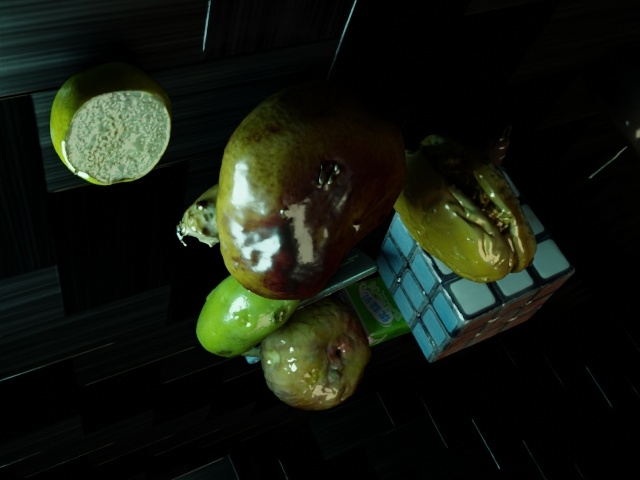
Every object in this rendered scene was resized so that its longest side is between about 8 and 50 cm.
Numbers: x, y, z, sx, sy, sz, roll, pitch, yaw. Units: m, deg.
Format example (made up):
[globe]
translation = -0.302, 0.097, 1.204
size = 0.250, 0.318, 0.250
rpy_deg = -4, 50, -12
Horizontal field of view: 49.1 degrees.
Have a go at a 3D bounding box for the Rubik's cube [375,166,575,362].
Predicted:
[Rubik's cube]
translation = 0.339, 0.061, 1.628
size = 0.304, 0.301, 0.305
rpy_deg = -21, 156, -18

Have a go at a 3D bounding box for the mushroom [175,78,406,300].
[mushroom]
translation = -0.044, -0.085, 1.036
size = 0.345, 0.260, 0.345
rpy_deg = -37, 145, -32

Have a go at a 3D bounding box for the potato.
[potato]
translation = -0.146, 0.135, 1.438
size = 0.253, 0.148, 0.186
rpy_deg = -38, -179, 8

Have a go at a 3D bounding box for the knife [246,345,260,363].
[knife]
translation = -0.107, 0.264, 1.932
size = 0.244, 0.032, 0.058
rpy_deg = -37, 155, 12

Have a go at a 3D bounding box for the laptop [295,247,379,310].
[laptop]
translation = 0.016, 0.082, 1.549
size = 0.207, 0.026, 0.154
rpy_deg = -26, -164, -7

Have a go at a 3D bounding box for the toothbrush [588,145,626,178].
[toothbrush]
translation = 0.800, -0.221, 1.916
size = 0.011, 0.014, 0.167
rpy_deg = -16, 157, -48

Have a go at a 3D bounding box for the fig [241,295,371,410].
[fig]
translation = -0.072, 0.269, 1.762
size = 0.369, 0.286, 0.286
rpy_deg = 2, -177, 43

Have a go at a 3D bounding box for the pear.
[pear]
translation = -0.240, -0.136, 0.781
size = 0.141, 0.104, 0.141
rpy_deg = -28, 139, -28

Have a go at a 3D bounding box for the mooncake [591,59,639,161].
[mooncake]
translation = 0.659, -0.246, 1.416
size = 0.133, 0.244, 0.245
rpy_deg = -43, 154, 27

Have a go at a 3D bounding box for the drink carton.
[drink carton]
translation = 0.178, 0.185, 1.896
size = 0.271, 0.161, 0.108
rpy_deg = -13, 154, -33

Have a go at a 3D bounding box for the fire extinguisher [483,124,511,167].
[fire extinguisher]
translation = 0.365, -0.190, 1.448
size = 0.078, 0.045, 0.157
rpy_deg = -52, 163, -18

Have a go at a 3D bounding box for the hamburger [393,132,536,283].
[hamburger]
translation = 0.251, -0.047, 1.264
size = 0.158, 0.318, 0.318
rpy_deg = -39, 159, -4
